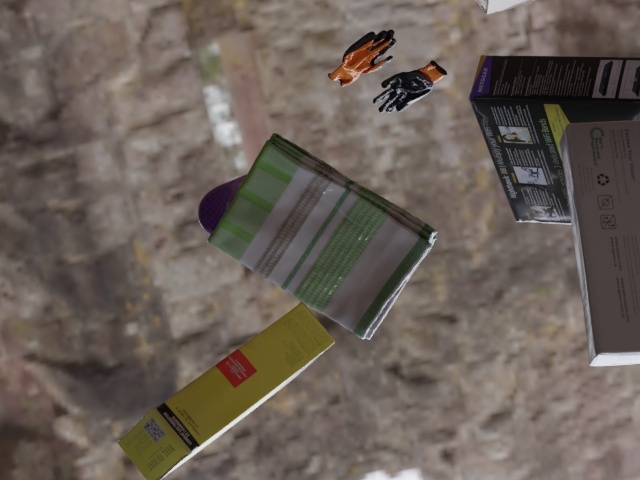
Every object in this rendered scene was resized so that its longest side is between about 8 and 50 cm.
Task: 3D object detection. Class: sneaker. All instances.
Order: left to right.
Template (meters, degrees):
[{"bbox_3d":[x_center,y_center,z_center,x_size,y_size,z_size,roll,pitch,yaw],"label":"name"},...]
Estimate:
[{"bbox_3d":[-0.055,-0.041,1.873,0.236,0.095,0.104,1,172,35],"label":"sneaker"}]

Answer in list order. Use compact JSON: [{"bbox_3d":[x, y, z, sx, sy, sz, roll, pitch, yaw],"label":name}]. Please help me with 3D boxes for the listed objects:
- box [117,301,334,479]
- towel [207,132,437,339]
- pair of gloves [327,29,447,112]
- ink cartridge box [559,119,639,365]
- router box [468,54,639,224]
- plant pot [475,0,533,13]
[{"bbox_3d":[-0.089,0.147,1.586,0.232,0.058,0.087,-34,173,-44],"label":"box"},{"bbox_3d":[0.000,0.000,1.253,0.152,0.113,0.023,31,-156,-3],"label":"towel"},{"bbox_3d":[0.057,-0.144,1.377,0.074,0.083,0.010,-37,-146,36],"label":"pair of gloves"},{"bbox_3d":[0.338,-0.004,1.443,0.224,0.223,0.045,-3,160,-2],"label":"ink cartridge box"},{"bbox_3d":[0.364,-0.133,2.260,0.243,0.309,0.081,4,-121,23],"label":"router box"},{"bbox_3d":[0.215,-0.332,1.911,0.096,0.109,0.109,-34,164,-8],"label":"plant pot"}]
